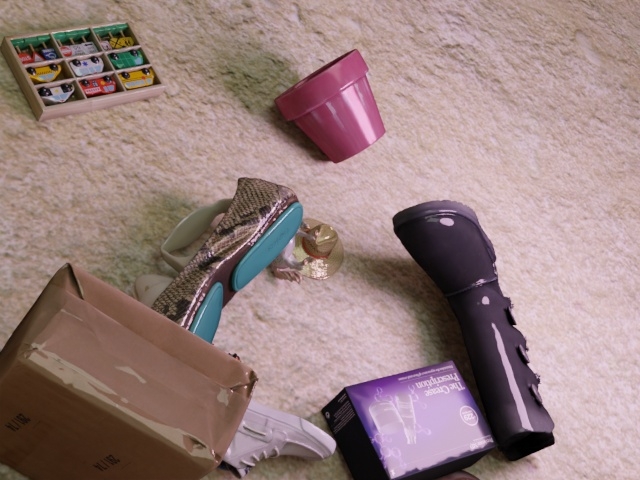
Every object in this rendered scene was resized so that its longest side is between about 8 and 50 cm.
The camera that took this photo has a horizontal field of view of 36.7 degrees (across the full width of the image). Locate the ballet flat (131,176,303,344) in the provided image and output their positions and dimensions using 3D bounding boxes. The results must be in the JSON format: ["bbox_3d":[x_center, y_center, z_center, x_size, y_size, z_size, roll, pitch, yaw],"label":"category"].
[{"bbox_3d":[-0.204,0.063,1.640,0.182,0.164,0.483,22,51,13],"label":"ballet flat"}]

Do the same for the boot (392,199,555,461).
[{"bbox_3d":[0.296,0.175,1.830,0.367,0.146,0.445,27,46,-53],"label":"boot"}]

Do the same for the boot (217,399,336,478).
[{"bbox_3d":[-0.107,0.337,1.579,0.258,0.095,0.123,24,57,-8],"label":"boot"}]

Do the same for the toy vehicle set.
[{"bbox_3d":[-0.439,-0.323,1.805,0.267,0.035,0.166,-21,74,-40],"label":"toy vehicle set"}]

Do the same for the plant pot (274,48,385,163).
[{"bbox_3d":[0.035,-0.267,1.990,0.180,0.201,0.201,57,46,-11],"label":"plant pot"}]

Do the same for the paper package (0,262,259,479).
[{"bbox_3d":[-0.305,0.227,1.348,0.309,0.325,0.168,33,49,-12],"label":"paper package"}]

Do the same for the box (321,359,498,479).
[{"bbox_3d":[0.161,0.335,1.725,0.261,0.103,0.184,-8,62,-37],"label":"box"}]

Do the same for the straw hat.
[{"bbox_3d":[0.000,0.000,1.872,0.144,0.061,0.144,17,54,-25],"label":"straw hat"}]

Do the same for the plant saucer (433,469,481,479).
[{"bbox_3d":[0.264,0.503,1.743,0.198,0.036,0.199,17,53,-25],"label":"plant saucer"}]

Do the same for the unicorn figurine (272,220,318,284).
[{"bbox_3d":[-0.057,-0.002,1.812,0.060,0.111,0.162,41,61,-46],"label":"unicorn figurine"}]

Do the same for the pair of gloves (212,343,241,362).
[{"bbox_3d":[-0.174,0.215,1.654,0.083,0.010,0.074,24,51,-18],"label":"pair of gloves"}]
